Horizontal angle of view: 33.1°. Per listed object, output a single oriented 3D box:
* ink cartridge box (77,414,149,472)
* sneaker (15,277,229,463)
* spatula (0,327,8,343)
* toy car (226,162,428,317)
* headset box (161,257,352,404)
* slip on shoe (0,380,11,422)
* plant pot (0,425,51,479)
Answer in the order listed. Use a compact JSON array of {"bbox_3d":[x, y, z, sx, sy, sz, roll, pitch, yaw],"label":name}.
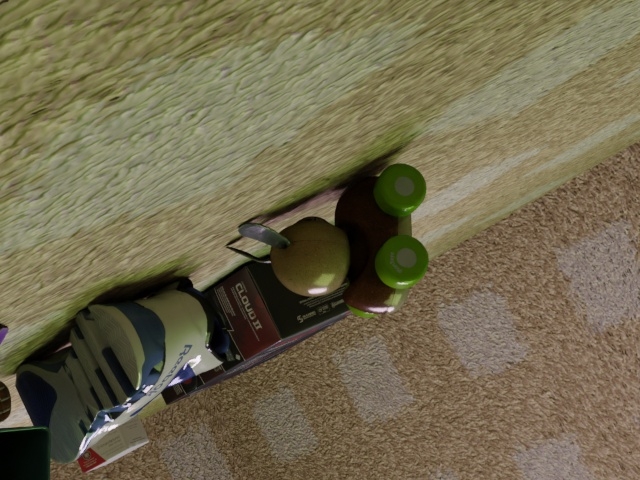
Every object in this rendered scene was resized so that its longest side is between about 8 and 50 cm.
[{"bbox_3d":[-0.329,0.259,1.592,0.099,0.135,0.056,-31,170,24],"label":"ink cartridge box"},{"bbox_3d":[-0.202,0.138,1.195,0.182,0.128,0.315,-19,168,-41],"label":"sneaker"},{"bbox_3d":[-0.386,0.177,0.934,0.296,0.030,0.084,-38,-178,-8],"label":"spatula"},{"bbox_3d":[0.000,0.000,1.125,0.188,0.149,0.155,4,161,-12],"label":"toy car"},{"bbox_3d":[-0.077,0.100,1.475,0.293,0.110,0.218,-33,171,40],"label":"headset box"},{"bbox_3d":[-0.379,0.178,1.153,0.041,0.052,0.135,-5,180,13],"label":"slip on shoe"},{"bbox_3d":[-0.414,0.278,1.116,0.234,0.166,0.165,-8,171,44],"label":"plant pot"}]
